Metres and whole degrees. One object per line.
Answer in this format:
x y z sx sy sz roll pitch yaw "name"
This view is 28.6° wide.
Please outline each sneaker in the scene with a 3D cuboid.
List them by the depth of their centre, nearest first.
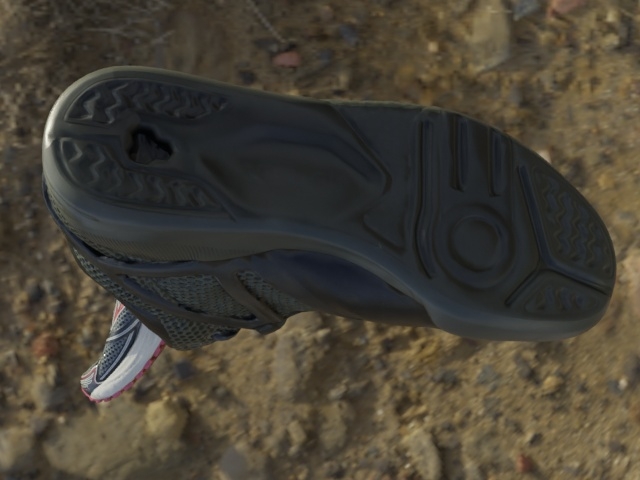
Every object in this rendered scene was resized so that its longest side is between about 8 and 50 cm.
0.000 0.000 0.517 0.228 0.130 0.087 9 71 -10 "sneaker"
-0.211 0.062 1.499 0.112 0.121 0.299 30 108 -1 "sneaker"
